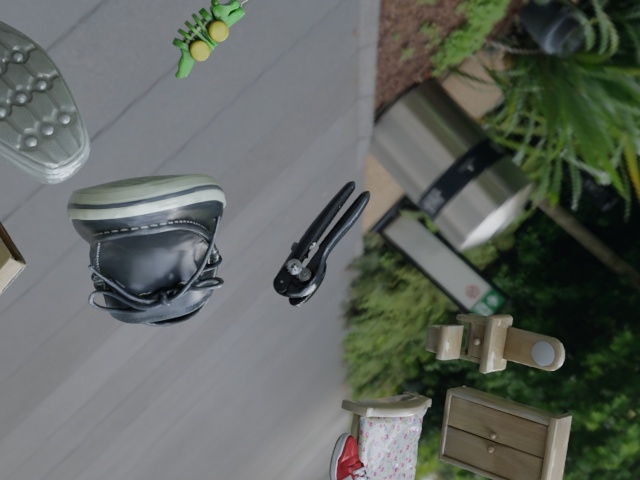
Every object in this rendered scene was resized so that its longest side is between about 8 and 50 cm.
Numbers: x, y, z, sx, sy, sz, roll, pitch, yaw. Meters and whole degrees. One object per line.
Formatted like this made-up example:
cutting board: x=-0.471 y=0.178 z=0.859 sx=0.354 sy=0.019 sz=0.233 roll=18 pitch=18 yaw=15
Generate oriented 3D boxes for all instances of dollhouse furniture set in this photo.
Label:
dollhouse furniture set: x=0.148 y=0.252 z=1.123 sx=0.355 sy=0.173 sz=0.303 roll=2 pitch=97 yaw=-48

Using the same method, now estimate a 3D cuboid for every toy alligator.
toy alligator: x=-0.149 y=-0.309 z=1.266 sx=0.190 sy=0.051 sz=0.056 roll=-46 pitch=-154 yaw=4

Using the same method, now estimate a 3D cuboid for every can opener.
can opener: x=0.000 y=0.000 z=1.205 sx=0.186 sy=0.059 sz=0.073 roll=-60 pitch=176 yaw=-8

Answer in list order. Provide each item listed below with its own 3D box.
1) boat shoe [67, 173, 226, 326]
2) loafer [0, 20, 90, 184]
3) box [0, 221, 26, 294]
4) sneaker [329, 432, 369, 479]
boat shoe: x=-0.210 y=0.023 z=1.176 sx=0.186 sy=0.156 sz=0.500 roll=-8 pitch=169 yaw=-9
loafer: x=-0.344 y=-0.165 z=0.907 sx=0.112 sy=0.319 sz=0.111 roll=-38 pitch=164 yaw=-25
box: x=-0.346 y=0.046 z=0.762 sx=0.201 sy=0.164 sz=0.021 roll=-48 pitch=141 yaw=2
sneaker: x=0.045 y=0.265 z=0.957 sx=0.042 sy=0.067 sz=0.119 roll=-3 pitch=95 yaw=-56
